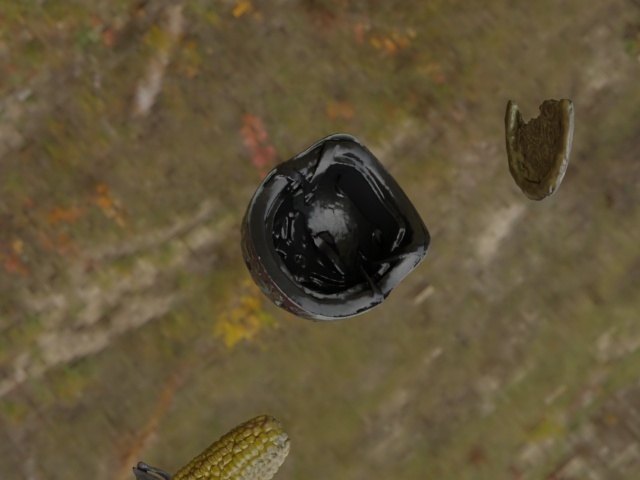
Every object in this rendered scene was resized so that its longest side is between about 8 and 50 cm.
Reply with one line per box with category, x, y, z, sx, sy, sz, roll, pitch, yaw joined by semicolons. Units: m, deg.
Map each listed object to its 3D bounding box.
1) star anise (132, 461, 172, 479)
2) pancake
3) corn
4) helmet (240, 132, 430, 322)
star anise;-0.190;0.406;2.352;0.093;0.236;0.229;-1;109;-60
pancake;0.288;-0.142;2.210;0.020;0.184;0.190;3;146;-18
corn;-0.155;0.337;2.168;0.292;0.101;0.101;-43;158;1
helmet;-0.001;0.001;1.515;0.177;0.153;0.107;-36;180;-29
